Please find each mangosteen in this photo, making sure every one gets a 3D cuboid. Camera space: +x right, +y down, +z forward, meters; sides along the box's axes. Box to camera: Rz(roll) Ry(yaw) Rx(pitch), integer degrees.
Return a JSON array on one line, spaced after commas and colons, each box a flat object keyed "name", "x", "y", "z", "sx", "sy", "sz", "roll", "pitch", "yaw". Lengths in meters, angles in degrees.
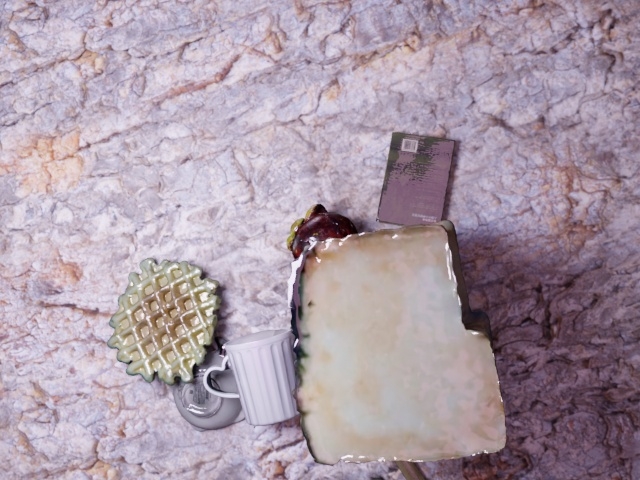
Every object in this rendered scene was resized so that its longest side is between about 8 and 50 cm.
[{"name": "mangosteen", "x": 0.000, "y": 0.000, "z": 1.381, "sx": 0.180, "sy": 0.166, "sz": 0.166, "roll": 38, "pitch": 93, "yaw": 32}]

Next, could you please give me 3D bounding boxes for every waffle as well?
[{"name": "waffle", "x": -0.390, "y": 0.197, "z": 1.440, "sx": 0.291, "sy": 0.056, "sz": 0.309, "roll": 12, "pitch": 82, "yaw": 20}]

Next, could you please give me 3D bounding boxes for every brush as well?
[{"name": "brush", "x": 0.258, "y": 0.614, "z": 1.375, "sx": 0.043, "sy": 0.036, "sz": 0.248, "roll": -34, "pitch": 83, "yaw": -2}]

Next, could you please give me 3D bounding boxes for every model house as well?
[{"name": "model house", "x": 0.168, "y": 0.196, "z": 1.240, "sx": 0.395, "sy": 0.400, "sz": 0.446, "roll": -12, "pitch": 87, "yaw": 18}]

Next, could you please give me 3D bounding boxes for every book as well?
[{"name": "book", "x": 0.234, "y": -0.144, "z": 1.417, "sx": 0.160, "sy": 0.024, "sz": 0.228, "roll": 10, "pitch": 89, "yaw": 8}]

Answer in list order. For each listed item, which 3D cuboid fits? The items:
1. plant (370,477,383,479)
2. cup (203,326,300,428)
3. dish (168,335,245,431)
[{"name": "plant", "x": 0.041, "y": 0.646, "z": 1.339, "sx": 0.274, "sy": 0.149, "sz": 0.146, "roll": -15, "pitch": 129, "yaw": -8}, {"name": "cup", "x": -0.148, "y": 0.326, "z": 1.384, "sx": 0.221, "sy": 0.167, "sz": 0.202, "roll": -13, "pitch": 89, "yaw": 23}, {"name": "dish", "x": -0.278, "y": 0.365, "z": 1.431, "sx": 0.224, "sy": 0.078, "sz": 0.246, "roll": 20, "pitch": 90, "yaw": 9}]
